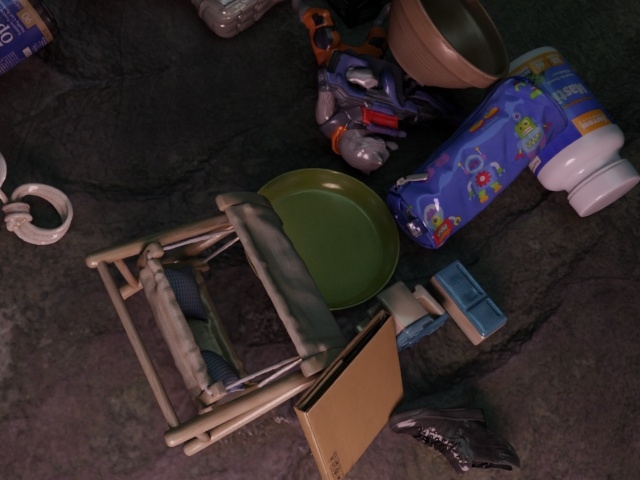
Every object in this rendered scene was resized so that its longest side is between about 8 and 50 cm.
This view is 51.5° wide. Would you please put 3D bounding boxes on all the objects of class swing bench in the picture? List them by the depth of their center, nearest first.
[{"bbox_3d":[-0.115,0.094,0.844,0.255,0.165,0.253,-26,72,-13],"label":"swing bench"}]

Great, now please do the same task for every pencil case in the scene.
[{"bbox_3d":[0.231,-0.122,1.017,0.306,0.133,0.119,-43,35,-3],"label":"pencil case"}]

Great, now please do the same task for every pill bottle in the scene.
[{"bbox_3d":[-0.520,-0.302,0.999,0.219,0.123,0.123,-41,77,-13],"label":"pill bottle"},{"bbox_3d":[0.412,-0.181,1.128,0.152,0.152,0.272,-22,69,-21],"label":"pill bottle"}]

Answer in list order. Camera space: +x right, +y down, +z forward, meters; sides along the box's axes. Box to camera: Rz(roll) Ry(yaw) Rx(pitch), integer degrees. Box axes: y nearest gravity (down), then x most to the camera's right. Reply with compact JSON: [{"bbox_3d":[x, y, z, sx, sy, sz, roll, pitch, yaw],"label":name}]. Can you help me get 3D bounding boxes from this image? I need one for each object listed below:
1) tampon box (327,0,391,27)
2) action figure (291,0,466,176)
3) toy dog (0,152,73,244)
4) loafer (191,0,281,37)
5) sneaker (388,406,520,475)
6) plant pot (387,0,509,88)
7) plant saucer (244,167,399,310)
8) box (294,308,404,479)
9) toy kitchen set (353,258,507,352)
[{"bbox_3d":[0.088,-0.498,1.216,0.121,0.161,0.101,-28,72,-24],"label":"tampon box"},{"bbox_3d":[0.083,-0.261,1.132,0.342,0.179,0.329,14,63,-39],"label":"action figure"},{"bbox_3d":[-0.490,-0.114,0.861,0.220,0.161,0.333,-32,88,-22],"label":"toy dog"},{"bbox_3d":[-0.093,-0.488,1.201,0.319,0.112,0.111,-39,85,-25],"label":"loafer"},{"bbox_3d":[0.181,0.276,0.903,0.170,0.051,0.089,1,59,-15],"label":"sneaker"},{"bbox_3d":[0.187,-0.327,1.065,0.237,0.110,0.237,25,48,-31],"label":"plant pot"},{"bbox_3d":[0.000,0.000,1.014,0.241,0.037,0.240,4,63,-9],"label":"plant saucer"},{"bbox_3d":[0.045,0.203,0.834,0.021,0.201,0.164,26,57,33],"label":"box"},{"bbox_3d":[0.172,0.101,0.924,0.207,0.166,0.122,-30,73,-24],"label":"toy kitchen set"}]
